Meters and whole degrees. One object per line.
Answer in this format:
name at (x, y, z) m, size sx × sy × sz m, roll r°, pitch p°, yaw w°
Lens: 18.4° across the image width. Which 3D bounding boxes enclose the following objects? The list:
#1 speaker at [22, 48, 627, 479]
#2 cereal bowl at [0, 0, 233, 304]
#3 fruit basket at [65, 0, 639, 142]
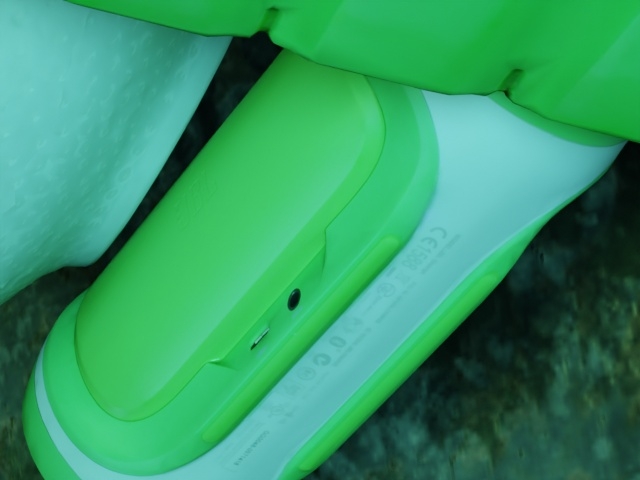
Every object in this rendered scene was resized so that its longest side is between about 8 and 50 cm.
speaker at (0.000, 0.000, 0.785) m, size 0.296 × 0.131 × 0.131 m, roll -48°, pitch 57°, yaw 32°
cereal bowl at (-0.121, -0.092, 0.836) m, size 0.339 × 0.141 × 0.339 m, roll -57°, pitch 12°, yaw 20°
fruit basket at (0.037, -0.240, 0.540) m, size 0.392 × 0.392 × 0.283 m, roll -34°, pitch 38°, yaw 38°
